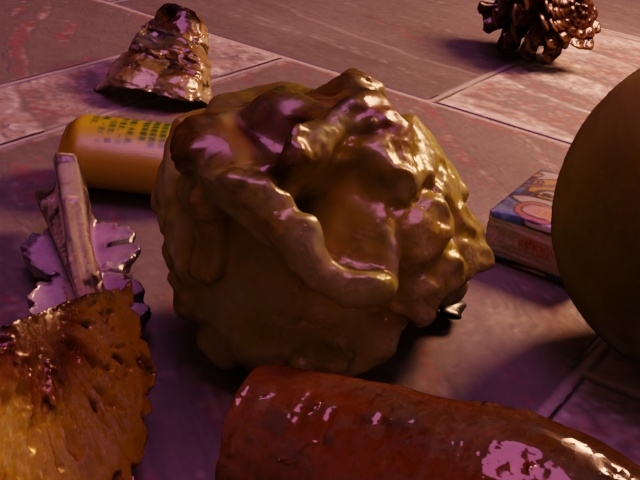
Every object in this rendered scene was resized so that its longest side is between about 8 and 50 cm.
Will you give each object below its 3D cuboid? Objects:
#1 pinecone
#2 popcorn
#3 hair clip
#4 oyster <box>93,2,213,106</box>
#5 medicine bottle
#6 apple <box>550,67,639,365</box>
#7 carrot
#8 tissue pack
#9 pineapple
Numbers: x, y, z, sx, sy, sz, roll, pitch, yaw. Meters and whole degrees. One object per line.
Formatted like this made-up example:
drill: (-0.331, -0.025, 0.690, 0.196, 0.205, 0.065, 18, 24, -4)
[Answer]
pinecone: (0.371, -0.400, 1.757, 0.168, 0.186, 0.212, -29, 19, -16)
popcorn: (-0.001, -0.008, 0.809, 0.293, 0.237, 0.293, 3, 25, -1)
hair clip: (-0.207, 0.018, 0.888, 0.106, 0.085, 0.292, 1, 32, -23)
oyster: (-0.217, -0.262, 1.421, 0.161, 0.107, 0.233, 14, 28, -4)
medicine bottle: (-0.127, -0.083, 1.104, 0.308, 0.076, 0.111, 6, 33, -1)
apple: (0.341, -0.013, 0.851, 0.292, 0.292, 0.254, 12, 42, 10)
carrot: (0.082, 0.158, 0.619, 0.301, 0.139, 0.138, 18, 28, 21)
tissue pack: (0.258, -0.017, 1.083, 0.115, 0.065, 0.155, 21, 29, 26)
pineapple: (-0.210, 0.137, 0.645, 0.164, 0.140, 0.250, -29, 0, 18)
